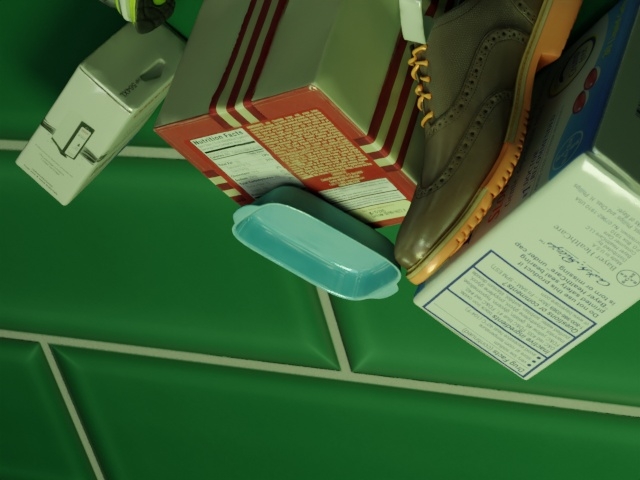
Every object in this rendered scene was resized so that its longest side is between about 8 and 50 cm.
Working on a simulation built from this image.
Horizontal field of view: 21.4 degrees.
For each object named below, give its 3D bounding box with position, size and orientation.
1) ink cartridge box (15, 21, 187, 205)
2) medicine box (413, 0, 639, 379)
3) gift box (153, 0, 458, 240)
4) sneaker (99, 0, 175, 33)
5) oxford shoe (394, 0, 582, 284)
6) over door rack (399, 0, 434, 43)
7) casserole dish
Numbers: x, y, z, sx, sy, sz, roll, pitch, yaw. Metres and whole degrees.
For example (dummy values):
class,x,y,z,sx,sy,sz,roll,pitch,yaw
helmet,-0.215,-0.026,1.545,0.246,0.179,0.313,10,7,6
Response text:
class,x,y,z,sx,sy,sz,roll,pitch,yaw
ink cartridge box,-0.250,-0.156,1.975,0.086,0.148,0.203,42,135,-2
medicine box,0.253,-0.054,1.643,0.149,0.263,0.289,35,137,-11
gift box,0.015,-0.160,1.734,0.255,0.258,0.276,-7,143,37
sneaker,-0.221,-0.365,1.814,0.121,0.111,0.300,23,133,20
oxford shoe,0.129,-0.130,1.605,0.133,0.363,0.130,27,159,-8
over door rack,0.224,-0.307,1.431,0.240,0.324,0.108,15,164,22
casserole dish,0.000,0.000,1.713,0.188,0.037,0.114,30,149,-20
